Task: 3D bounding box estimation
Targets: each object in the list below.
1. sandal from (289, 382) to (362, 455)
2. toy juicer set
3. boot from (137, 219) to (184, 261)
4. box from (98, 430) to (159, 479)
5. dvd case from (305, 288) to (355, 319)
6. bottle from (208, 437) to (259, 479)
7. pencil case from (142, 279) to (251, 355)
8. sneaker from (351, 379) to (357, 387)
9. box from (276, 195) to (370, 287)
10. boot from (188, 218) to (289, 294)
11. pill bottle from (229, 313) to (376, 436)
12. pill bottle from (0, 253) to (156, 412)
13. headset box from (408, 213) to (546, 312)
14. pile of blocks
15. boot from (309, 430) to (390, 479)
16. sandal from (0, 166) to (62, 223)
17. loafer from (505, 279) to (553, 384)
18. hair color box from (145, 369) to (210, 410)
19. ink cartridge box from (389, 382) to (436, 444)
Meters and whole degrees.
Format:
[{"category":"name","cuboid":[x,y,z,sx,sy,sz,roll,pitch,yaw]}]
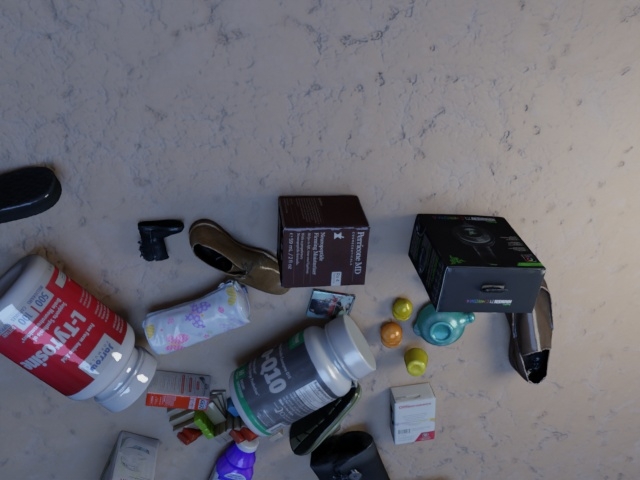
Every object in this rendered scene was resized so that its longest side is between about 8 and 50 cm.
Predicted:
[{"category":"sandal","cuboid":[0.023,0.535,1.889,0.303,0.120,0.086,-44,130,15]},{"category":"toy juicer set","cuboid":[0.308,0.210,1.770,0.209,0.089,0.329,43,110,-7]},{"category":"boot","cuboid":[-0.388,0.002,1.561,0.121,0.045,0.099,-1,117,0]},{"category":"box","cuboid":[-0.577,0.733,1.841,0.127,0.231,0.262,20,114,-18]},{"category":"dvd case","cuboid":[0.028,0.177,1.740,0.120,0.013,0.087,10,117,-15]},{"category":"bottle","cuboid":[-0.266,0.705,1.950,0.118,0.092,0.282,18,115,-16]},{"category":"pencil case","cuboid":[-0.314,0.199,1.644,0.273,0.113,0.124,-23,126,5]},{"category":"sneaker","cuboid":[0.015,0.406,1.827,0.186,0.084,0.069,-17,120,1]},{"category":"box","cuboid":[0.000,0.000,1.546,0.203,0.167,0.168,-2,119,-8]},{"category":"boot","cuboid":[-0.196,0.069,1.589,0.305,0.115,0.112,32,109,-24]},{"category":"pill bottle","cuboid":[-0.046,0.358,1.722,0.361,0.204,0.204,-31,119,9]},{"category":"pill bottle","cuboid":[-0.609,0.240,1.557,0.229,0.229,0.407,-38,118,13]},{"category":"headset box","cuboid":[0.376,0.058,1.569,0.246,0.283,0.131,2,119,-9]},{"category":"pile of blocks","cuboid":[-0.257,0.520,1.835,0.362,0.112,0.148,-4,120,-7]},{"category":"boot","cuboid":[0.209,0.761,2.037,0.367,0.146,0.445,-24,116,3]},{"category":"sandal","cuboid":[-0.790,-0.045,1.415,0.446,0.167,0.107,-11,138,-2]},{"category":"loafer","cuboid":[0.607,0.258,1.804,0.134,0.130,0.365,-15,120,0]},{"category":"hair color box","cuboid":[-0.392,0.414,1.767,0.167,0.093,0.053,8,119,-12]},{"category":"ink cartridge box","cuboid":[0.279,0.525,1.940,0.128,0.072,0.175,-6,120,-4]}]
